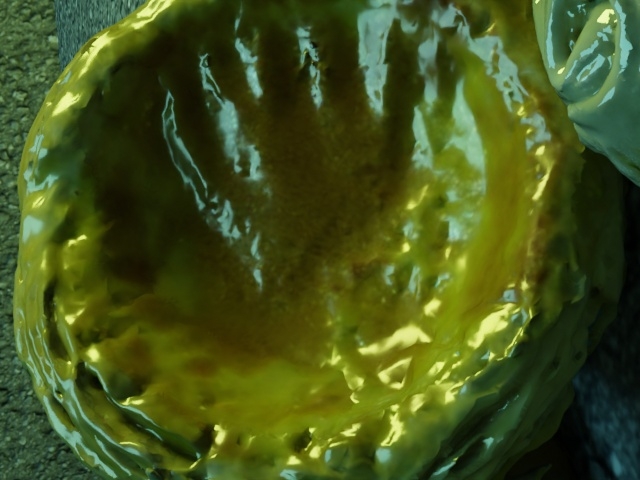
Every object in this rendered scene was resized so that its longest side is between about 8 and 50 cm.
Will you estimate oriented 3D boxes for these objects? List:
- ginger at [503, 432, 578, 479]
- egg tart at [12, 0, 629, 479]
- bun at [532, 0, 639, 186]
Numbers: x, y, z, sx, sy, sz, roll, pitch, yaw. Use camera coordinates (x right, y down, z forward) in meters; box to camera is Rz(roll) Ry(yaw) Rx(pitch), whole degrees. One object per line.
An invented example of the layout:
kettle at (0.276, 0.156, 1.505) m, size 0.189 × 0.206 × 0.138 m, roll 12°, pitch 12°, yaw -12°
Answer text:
ginger at (0.131, 0.180, 0.851) m, size 0.133 × 0.107 × 0.309 m, roll 81°, pitch 172°, yaw -48°
egg tart at (0.000, 0.000, 0.826) m, size 0.169 × 0.388 × 0.388 m, roll 50°, pitch -155°, yaw -72°
bun at (0.156, -0.100, 0.656) m, size 0.183 × 0.102 × 0.183 m, roll 172°, pitch 90°, yaw -75°
